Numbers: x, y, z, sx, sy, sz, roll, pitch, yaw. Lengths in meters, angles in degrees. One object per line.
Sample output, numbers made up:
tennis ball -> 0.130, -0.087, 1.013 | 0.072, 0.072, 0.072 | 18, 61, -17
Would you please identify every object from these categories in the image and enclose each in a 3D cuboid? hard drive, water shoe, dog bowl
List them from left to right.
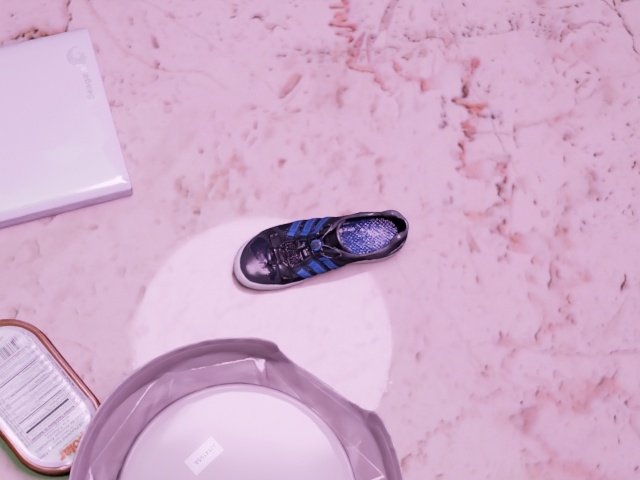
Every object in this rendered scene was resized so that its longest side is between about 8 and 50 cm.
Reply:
hard drive -> -0.388, -0.110, 1.355 | 0.307, 0.040, 0.203 | -15, 79, -10
dog bowl -> -0.089, 0.280, 1.266 | 0.348, 0.102, 0.349 | 2, 75, -7
water shoe -> 0.000, 0.000, 1.356 | 0.203, 0.080, 0.073 | -15, 78, -11

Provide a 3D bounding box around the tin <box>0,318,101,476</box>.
tin -> -0.312, 0.170, 1.299 | 0.106, 0.040, 0.190 | -40, 84, -10
